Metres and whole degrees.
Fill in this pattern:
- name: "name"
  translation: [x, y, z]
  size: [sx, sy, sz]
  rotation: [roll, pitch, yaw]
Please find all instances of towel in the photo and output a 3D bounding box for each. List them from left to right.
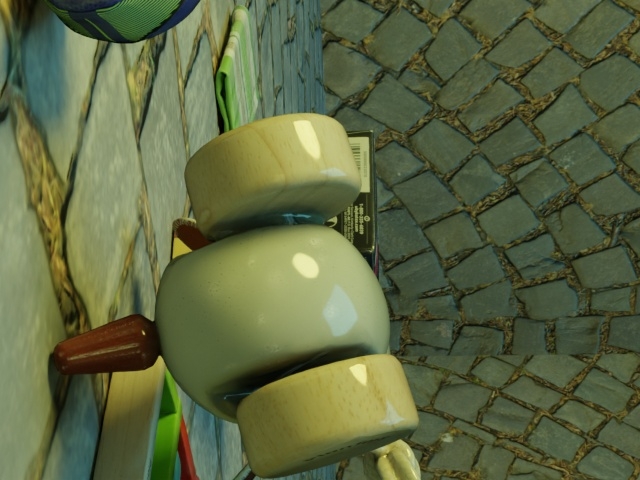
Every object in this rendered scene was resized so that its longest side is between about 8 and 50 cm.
- name: "towel"
  translation: [-0.084, -0.151, 1.182]
  size: [0.152, 0.023, 0.113]
  rotation: [-82, 168, -56]

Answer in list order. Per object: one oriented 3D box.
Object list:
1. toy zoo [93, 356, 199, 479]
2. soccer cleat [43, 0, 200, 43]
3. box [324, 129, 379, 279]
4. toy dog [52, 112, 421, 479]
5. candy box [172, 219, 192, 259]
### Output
- name: "toy zoo"
  translation: [-0.097, 0.225, 0.736]
  size: [0.293, 0.030, 0.192]
  rotation: [85, 5, -46]
- name: "soccer cleat"
  translation: [-0.090, -0.230, 0.512]
  size: [0.121, 0.093, 0.289]
  rotation: [-49, 138, -75]
- name: "box"
  translation: [0.000, 0.000, 1.477]
  size: [0.270, 0.143, 0.165]
  rotation: [83, 8, -65]
- name: "toy dog"
  translation: [-0.039, 0.066, 0.665]
  size: [0.334, 0.161, 0.220]
  rotation: [76, 1, -56]
- name: "candy box"
  translation: [-0.049, 0.042, 0.952]
  size: [0.187, 0.109, 0.053]
  rotation: [80, 9, -65]
